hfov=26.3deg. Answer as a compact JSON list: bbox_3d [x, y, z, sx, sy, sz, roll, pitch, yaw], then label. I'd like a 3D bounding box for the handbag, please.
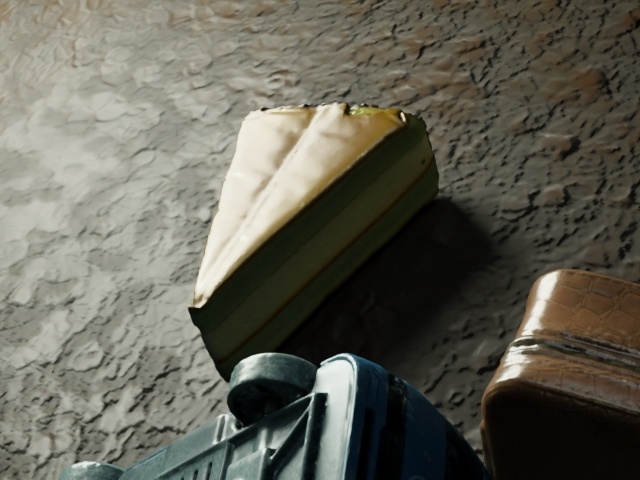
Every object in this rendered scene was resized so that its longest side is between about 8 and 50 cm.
[{"bbox_3d":[0.149,0.107,0.587,0.151,0.193,0.072,13,50,21],"label":"handbag"}]

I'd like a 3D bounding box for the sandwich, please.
[{"bbox_3d":[0.000,0.000,0.811,0.113,0.079,0.163,-2,47,19],"label":"sandwich"}]

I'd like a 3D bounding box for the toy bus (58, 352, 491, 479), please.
[{"bbox_3d":[-0.035,0.150,0.585,0.246,0.134,0.114,-33,34,39],"label":"toy bus"}]
